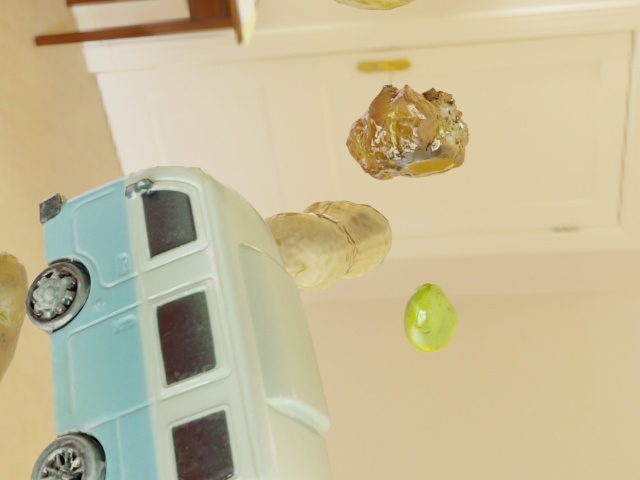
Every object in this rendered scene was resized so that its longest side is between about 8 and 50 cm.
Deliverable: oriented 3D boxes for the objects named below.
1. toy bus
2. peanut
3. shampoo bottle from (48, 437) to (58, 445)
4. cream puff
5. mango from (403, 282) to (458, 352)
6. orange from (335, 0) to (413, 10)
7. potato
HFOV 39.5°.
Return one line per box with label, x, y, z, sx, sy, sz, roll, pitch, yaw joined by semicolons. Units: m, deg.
toy bus;-0.090;0.077;0.595;0.133;0.165;0.271;46;25;-54
peanut;0.000;0.000;1.206;0.274;0.125;0.111;-9;134;-58
shampoo bottle;-0.355;0.451;1.638;0.273;0.266;0.273;171;-90;-67
cream puff;0.172;-0.197;1.706;0.269;0.241;0.155;98;-15;-69
mango;0.215;0.159;1.788;0.089;0.117;0.163;35;-13;45
orange;0.096;-0.383;0.947;0.329;0.329;0.249;-73;142;-64
potato;-0.652;0.178;1.630;0.351;0.202;0.218;-62;162;-20
